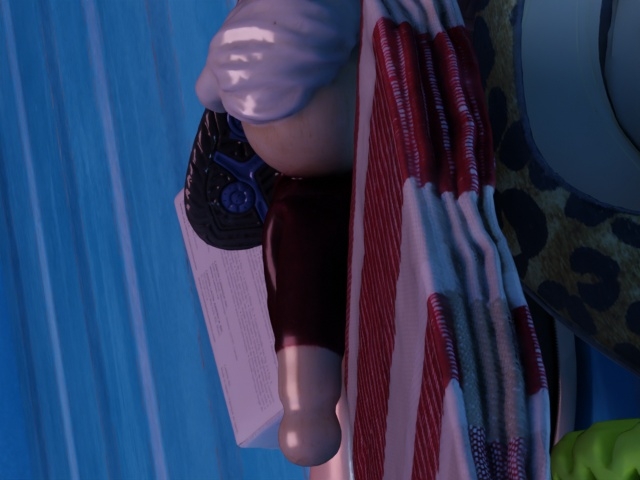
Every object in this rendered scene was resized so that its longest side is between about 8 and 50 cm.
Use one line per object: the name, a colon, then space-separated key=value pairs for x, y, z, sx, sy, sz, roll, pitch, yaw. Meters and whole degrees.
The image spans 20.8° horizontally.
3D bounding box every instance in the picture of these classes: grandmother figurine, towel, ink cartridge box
grandmother figurine: x=0.015 y=0.041 z=0.838 sx=0.208 sy=0.104 sz=0.342 roll=-103 pitch=3 yaw=-78
towel: x=0.043 y=0.096 z=0.561 sx=0.329 sy=0.037 sz=0.237 roll=-98 pitch=8 yaw=-46
ink cartridge box: x=0.000 y=0.000 z=1.037 sx=0.225 sy=0.056 sz=0.181 roll=-42 pitch=56 yaw=45

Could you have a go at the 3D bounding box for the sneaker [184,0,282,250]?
sneaker: x=-0.015 y=-0.094 z=0.933 sx=0.081 sy=0.080 sz=0.211 roll=-134 pitch=66 yaw=-80

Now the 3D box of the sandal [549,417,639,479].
sandal: x=0.119 y=0.138 z=0.566 sx=0.317 sy=0.126 sz=0.138 roll=104 pitch=165 yaw=-68

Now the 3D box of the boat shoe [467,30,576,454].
boat shoe: x=0.065 y=0.004 z=0.776 sx=0.081 sy=0.069 sz=0.227 roll=-179 pitch=82 yaw=-72

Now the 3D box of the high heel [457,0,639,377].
high heel: x=0.111 y=-0.080 z=0.588 sx=0.261 sy=0.093 sz=0.186 roll=66 pitch=148 yaw=35
